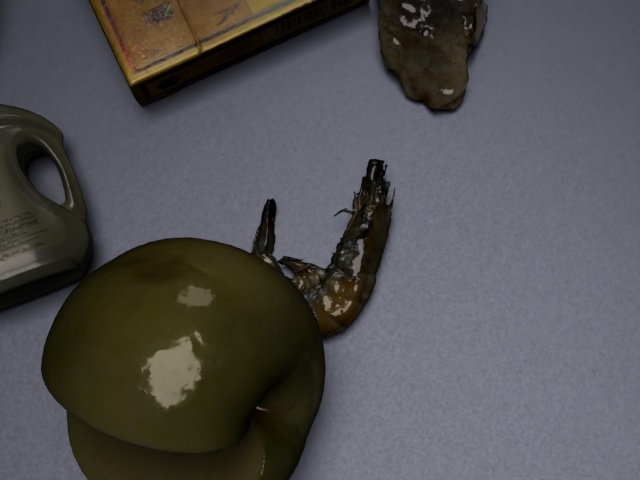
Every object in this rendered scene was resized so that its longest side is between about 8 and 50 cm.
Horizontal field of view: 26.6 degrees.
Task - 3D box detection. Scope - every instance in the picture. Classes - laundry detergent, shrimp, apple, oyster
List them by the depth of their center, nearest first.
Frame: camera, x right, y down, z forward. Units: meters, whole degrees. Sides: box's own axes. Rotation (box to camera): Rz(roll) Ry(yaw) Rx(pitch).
[{"bbox_3d":[-0.139,0.140,1.362,0.254,0.292,0.292,22,77,32],"label":"apple"},{"bbox_3d":[0.000,0.000,1.509,0.150,0.051,0.217,20,82,15],"label":"shrimp"},{"bbox_3d":[-0.364,-0.058,1.517,0.181,0.091,0.253,-21,76,-4],"label":"laundry detergent"},{"bbox_3d":[0.138,-0.330,1.547,0.166,0.110,0.341,22,91,14],"label":"oyster"}]

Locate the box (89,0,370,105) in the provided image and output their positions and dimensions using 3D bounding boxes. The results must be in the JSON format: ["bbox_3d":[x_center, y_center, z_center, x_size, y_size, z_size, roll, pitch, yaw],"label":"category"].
[{"bbox_3d":[-0.116,-0.308,1.569,0.301,0.084,0.193,-25,76,-3],"label":"box"}]
